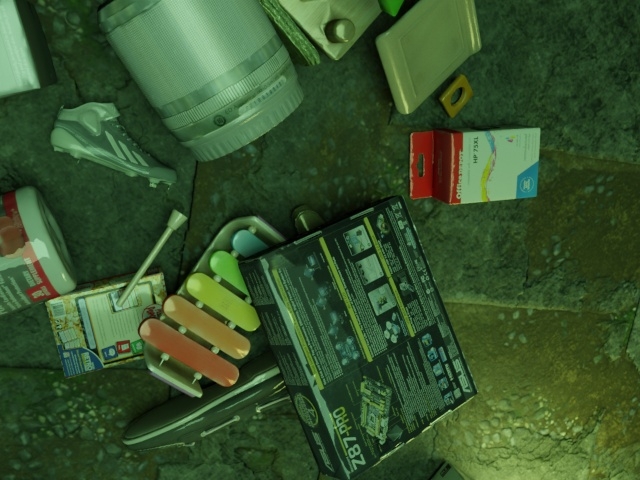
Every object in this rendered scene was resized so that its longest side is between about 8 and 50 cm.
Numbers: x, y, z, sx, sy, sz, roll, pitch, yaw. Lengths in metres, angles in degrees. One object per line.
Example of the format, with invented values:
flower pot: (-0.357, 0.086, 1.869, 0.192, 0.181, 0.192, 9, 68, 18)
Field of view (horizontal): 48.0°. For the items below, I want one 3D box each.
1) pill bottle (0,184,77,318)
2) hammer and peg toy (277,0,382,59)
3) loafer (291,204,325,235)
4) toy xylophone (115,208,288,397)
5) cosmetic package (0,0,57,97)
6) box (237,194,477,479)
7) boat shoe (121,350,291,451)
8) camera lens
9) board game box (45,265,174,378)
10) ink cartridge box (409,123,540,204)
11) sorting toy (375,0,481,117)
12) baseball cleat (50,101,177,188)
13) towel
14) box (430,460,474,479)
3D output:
pill bottle: (-0.545, 0.051, 1.065, 0.319, 0.176, 0.176, -22, 110, -11)
hammer and peg toy: (0.059, -0.499, 1.141, 0.266, 0.127, 0.361, 42, 89, -23)
loafer: (0.000, 0.000, 1.298, 0.056, 0.050, 0.148, -36, 112, -6)
toy xylophone: (-0.196, 0.092, 1.209, 0.236, 0.081, 0.322, 30, 84, -33)
cosmetic package: (-0.435, -0.262, 0.983, 0.107, 0.238, 0.127, -16, 109, -13)
box: (0.076, 0.156, 1.233, 0.318, 0.097, 0.394, -25, 96, -34)
boat shoe: (-0.182, 0.310, 1.289, 0.335, 0.112, 0.095, -25, 106, -14)
camera lens: (-0.176, -0.285, 1.071, 0.219, 0.219, 0.274, -35, 112, -7)
board game box: (-0.352, 0.138, 1.222, 0.194, 0.045, 0.146, -12, 107, -15)
ink cartridge box: (0.286, -0.142, 1.339, 0.231, 0.078, 0.134, -7, 106, -16)
sorting toy: (0.179, -0.335, 1.214, 0.196, 0.047, 0.347, -41, 142, -10)
baseball cleat: (-0.316, -0.157, 1.142, 0.206, 0.072, 0.109, 17, 92, -25)
towel: (-0.060, -0.338, 1.157, 0.027, 0.110, 0.148, -46, 110, -4)
box: (0.279, 0.590, 1.477, 0.119, 0.182, 0.181, 39, 90, -24)
